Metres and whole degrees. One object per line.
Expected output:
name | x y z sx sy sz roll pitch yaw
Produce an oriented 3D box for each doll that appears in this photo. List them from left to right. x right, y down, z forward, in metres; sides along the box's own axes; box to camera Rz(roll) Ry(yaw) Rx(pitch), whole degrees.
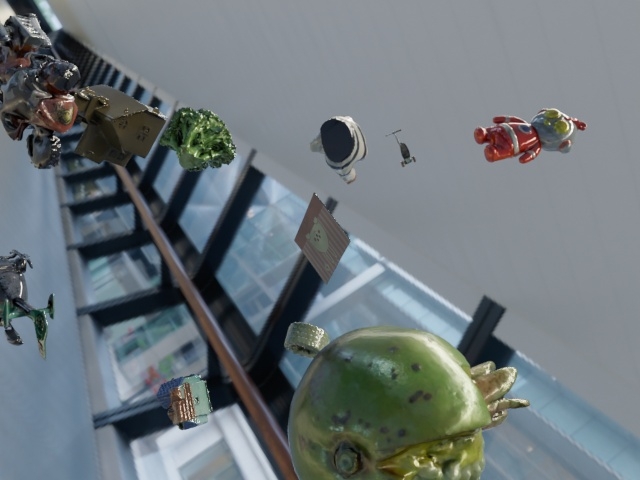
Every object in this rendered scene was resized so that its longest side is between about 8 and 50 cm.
doll | 0.453 -0.223 1.421 0.076 0.245 0.142 87 -12 -56

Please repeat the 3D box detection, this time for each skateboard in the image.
skateboard | 0.147 -0.186 1.259 0.064 0.032 0.083 58 9 -54

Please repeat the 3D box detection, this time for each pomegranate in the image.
pomegranate | 0.108 0.202 0.763 0.236 0.302 0.235 9 -77 44

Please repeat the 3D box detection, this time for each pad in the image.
pad | 0.000 0.000 2.176 0.202 0.005 0.299 54 -30 17

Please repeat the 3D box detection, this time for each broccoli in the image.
broccoli | -0.310 -0.247 1.702 0.195 0.196 0.156 71 16 -50

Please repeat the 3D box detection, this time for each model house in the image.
model house | -0.583 -0.312 1.762 0.211 0.204 0.243 29 4 31
model house | -0.376 0.428 1.776 0.149 0.120 0.148 35 40 -70

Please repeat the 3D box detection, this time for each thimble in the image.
thimble | -0.031 0.247 1.642 0.110 0.062 0.084 23 -31 -10

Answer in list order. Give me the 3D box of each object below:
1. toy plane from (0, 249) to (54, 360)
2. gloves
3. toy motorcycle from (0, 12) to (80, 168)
toy plane | -0.639 0.116 1.377 0.382 0.106 0.155 16 -73 43
gloves | 0.056 -0.227 1.623 0.140 0.131 0.219 45 13 8
toy motorcycle | -0.578 -0.346 1.306 0.134 0.207 0.400 -12 69 -53
